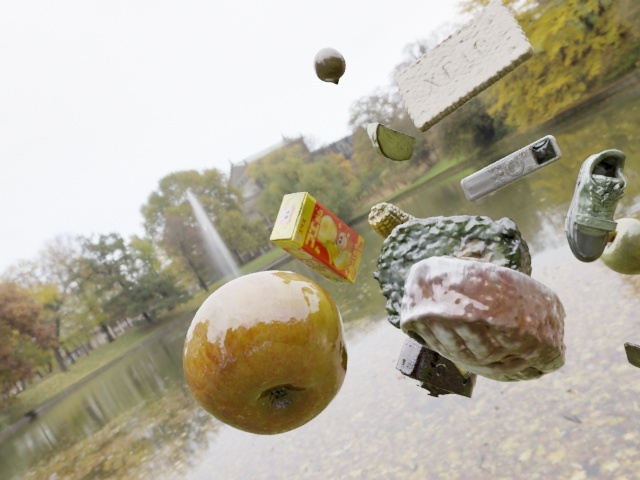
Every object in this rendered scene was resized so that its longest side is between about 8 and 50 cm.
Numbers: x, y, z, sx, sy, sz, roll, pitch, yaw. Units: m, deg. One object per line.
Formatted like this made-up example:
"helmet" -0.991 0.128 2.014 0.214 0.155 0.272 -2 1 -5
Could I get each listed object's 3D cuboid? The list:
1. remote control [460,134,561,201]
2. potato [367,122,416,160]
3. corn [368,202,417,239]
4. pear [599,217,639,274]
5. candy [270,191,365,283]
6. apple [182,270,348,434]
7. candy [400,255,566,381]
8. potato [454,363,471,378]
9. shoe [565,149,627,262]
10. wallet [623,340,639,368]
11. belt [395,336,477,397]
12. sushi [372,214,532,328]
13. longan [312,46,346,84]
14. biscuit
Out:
"remote control" 0.477 -0.179 1.502 0.261 0.067 0.029 -28 -13 34
"potato" 0.160 -0.262 1.584 0.149 0.081 0.120 11 7 -39
"corn" 0.294 0.000 1.795 0.120 0.363 0.120 -43 30 32
"pear" 0.855 0.016 1.652 0.167 0.136 0.167 -164 90 -75
"candy" 0.000 0.000 1.592 0.088 0.276 0.146 -3 63 41
"apple" -0.116 0.274 1.426 0.400 0.333 0.400 -22 -43 -23
"candy" 0.254 0.127 0.917 0.214 0.289 0.157 -20 51 49
"potato" 0.422 0.345 1.756 0.066 0.103 0.096 -19 -34 -47
"shoe" 0.700 -0.096 1.495 0.109 0.293 0.149 11 -10 9
"wallet" 0.953 0.347 1.612 0.232 0.122 0.031 15 62 48
"belt" 0.393 0.445 2.003 0.164 0.289 0.184 -69 17 -7
"sushi" 0.313 0.094 1.409 0.352 0.294 0.178 -4 -10 27
"longan" 0.029 -0.501 1.709 0.092 0.113 0.113 -27 -1 -29
"biscuit" 0.339 -0.420 1.443 0.325 0.217 0.044 -35 -36 25
